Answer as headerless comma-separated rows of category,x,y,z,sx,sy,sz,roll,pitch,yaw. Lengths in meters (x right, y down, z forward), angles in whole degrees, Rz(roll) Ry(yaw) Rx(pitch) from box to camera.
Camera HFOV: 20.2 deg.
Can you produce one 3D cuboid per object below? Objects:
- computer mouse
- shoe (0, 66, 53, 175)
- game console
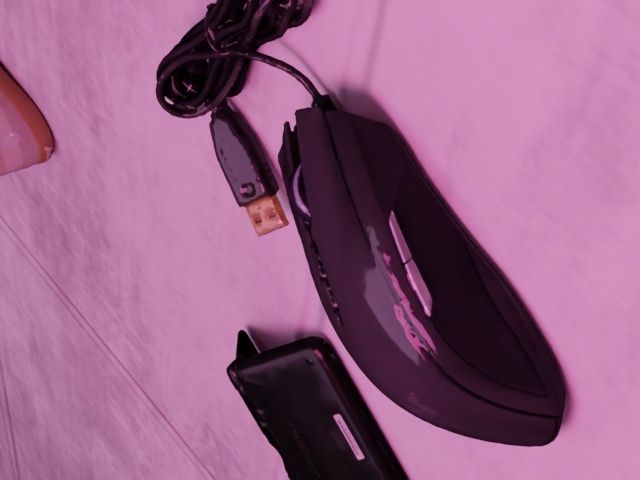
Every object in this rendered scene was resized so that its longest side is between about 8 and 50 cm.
computer mouse,0.000,0.000,0.844,0.262,0.060,0.184,58,158,-4
shoe,-0.268,-0.127,1.233,0.219,0.058,0.076,48,157,19
game console,0.003,0.105,1.056,0.107,0.071,0.122,-21,105,37
